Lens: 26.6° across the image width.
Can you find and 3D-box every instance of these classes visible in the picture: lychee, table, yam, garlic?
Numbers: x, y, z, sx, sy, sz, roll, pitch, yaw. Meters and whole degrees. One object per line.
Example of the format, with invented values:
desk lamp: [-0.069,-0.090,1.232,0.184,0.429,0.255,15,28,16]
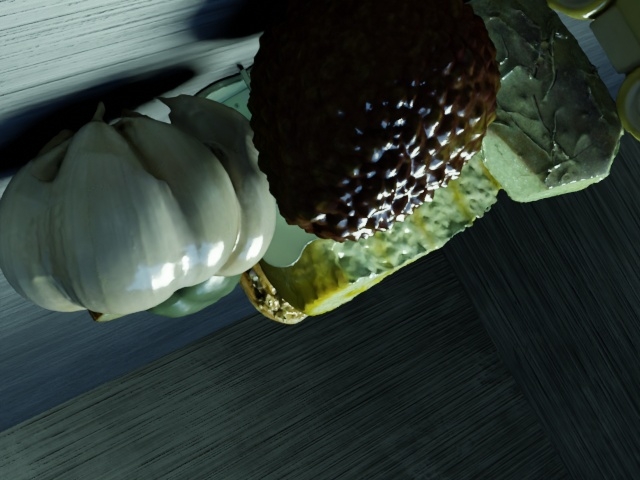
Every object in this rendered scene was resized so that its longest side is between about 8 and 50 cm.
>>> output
lychee: [0.043,-0.129,1.250,0.236,0.236,0.271,111,4,-81]
table: [-0.027,-0.087,1.446,0.166,0.198,0.166,-29,174,-3]
yam: [0.258,-0.178,1.713,0.201,0.271,0.202,-30,178,15]
garlic: [-0.168,-0.034,1.268,0.281,0.203,0.185,-14,-156,-10]

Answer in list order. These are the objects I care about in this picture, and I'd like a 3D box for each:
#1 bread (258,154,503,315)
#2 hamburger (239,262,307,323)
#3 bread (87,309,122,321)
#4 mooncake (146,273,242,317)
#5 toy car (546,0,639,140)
bread: [0.065,-0.068,1.915,0.395,0.239,0.264,-28,177,-36]
hamburger: [-0.031,0.002,2.114,0.260,0.245,0.211,27,150,-31]
bread: [-0.264,0.050,2.110,0.236,0.070,0.236,-28,174,-3]
mooncake: [-0.180,0.008,1.675,0.104,0.175,0.168,0,113,-65]
toy car: [0.401,-0.247,1.459,0.226,0.336,0.242,-33,173,22]
